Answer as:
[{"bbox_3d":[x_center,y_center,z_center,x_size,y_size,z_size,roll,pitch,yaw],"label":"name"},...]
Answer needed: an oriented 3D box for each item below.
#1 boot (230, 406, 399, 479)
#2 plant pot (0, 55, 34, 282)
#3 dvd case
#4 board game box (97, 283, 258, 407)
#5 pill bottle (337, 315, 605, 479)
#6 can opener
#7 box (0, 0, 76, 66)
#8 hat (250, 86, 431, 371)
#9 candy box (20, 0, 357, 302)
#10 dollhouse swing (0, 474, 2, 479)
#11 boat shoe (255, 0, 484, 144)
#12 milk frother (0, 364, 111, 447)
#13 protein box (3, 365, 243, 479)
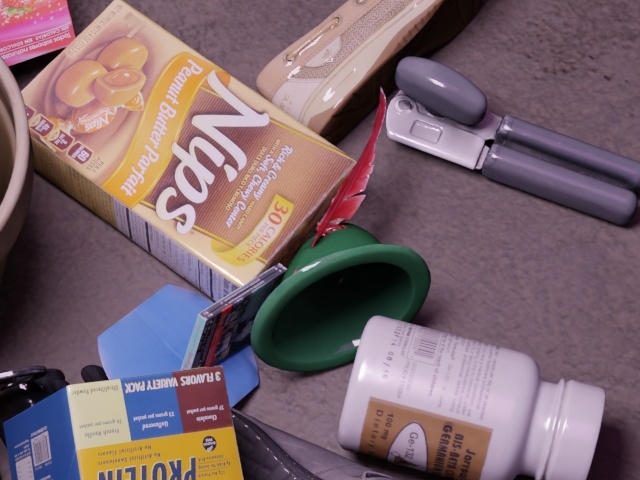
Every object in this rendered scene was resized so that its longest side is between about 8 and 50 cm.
[{"bbox_3d":[0.029,0.240,1.469,0.338,0.223,0.118,27,102,38],"label":"boot"},{"bbox_3d":[-0.410,-0.020,1.530,0.323,0.280,0.323,0,64,0],"label":"plant pot"},{"bbox_3d":[-0.083,0.078,1.571,0.013,0.087,0.119,38,43,21],"label":"dvd case"},{"bbox_3d":[-0.140,0.122,1.586,0.133,0.033,0.169,45,43,5],"label":"board game box"},{"bbox_3d":[0.140,0.159,1.535,0.229,0.131,0.131,14,65,6],"label":"pill bottle"},{"bbox_3d":[0.197,-0.097,1.687,0.280,0.093,0.074,23,65,5],"label":"can opener"},{"bbox_3d":[-0.421,-0.243,1.677,0.300,0.142,0.154,-22,41,-17],"label":"box"},{"bbox_3d":[0.000,0.000,1.609,0.208,0.173,0.183,-18,53,-13],"label":"hat"},{"bbox_3d":[-0.143,-0.085,1.671,0.316,0.087,0.183,35,68,15],"label":"candy box"},{"bbox_3d":[-0.417,0.393,1.455,0.347,0.305,0.315,-15,24,-8],"label":"dollhouse swing"},{"bbox_3d":[0.077,-0.249,1.735,0.110,0.121,0.341,41,72,16],"label":"boat shoe"},{"bbox_3d":[-0.249,0.183,1.503,0.143,0.129,0.134,-4,52,-53],"label":"milk frother"},{"bbox_3d":[-0.159,0.226,1.366,0.136,0.200,0.201,-6,78,-27],"label":"protein box"}]
